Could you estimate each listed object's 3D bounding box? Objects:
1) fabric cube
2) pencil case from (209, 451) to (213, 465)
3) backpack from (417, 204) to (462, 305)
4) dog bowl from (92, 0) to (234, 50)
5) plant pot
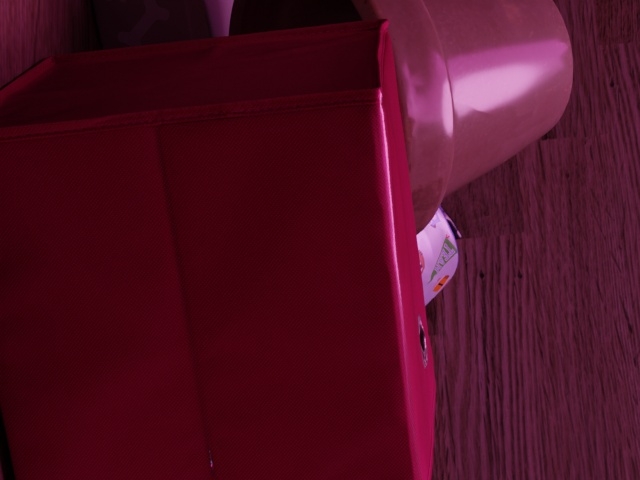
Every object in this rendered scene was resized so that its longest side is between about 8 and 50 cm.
[{"bbox_3d":[-0.064,0.012,0.868,0.254,0.259,0.258,-76,160,-72],"label":"fabric cube"},{"bbox_3d":[-0.105,0.152,1.193,0.236,0.104,0.104,-87,171,-52],"label":"pencil case"},{"bbox_3d":[0.000,0.000,1.335,0.276,0.263,0.213,50,51,-5],"label":"backpack"},{"bbox_3d":[-0.134,-0.256,1.236,0.349,0.102,0.349,-6,90,-85],"label":"dog bowl"},{"bbox_3d":[0.083,-0.135,1.112,0.263,0.229,0.263,35,-47,50],"label":"plant pot"}]
